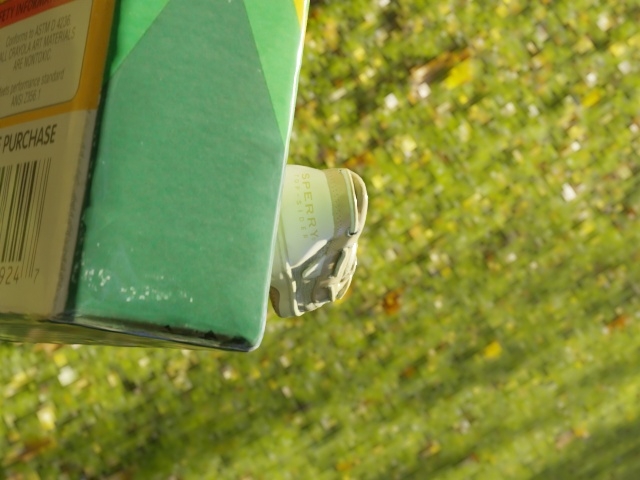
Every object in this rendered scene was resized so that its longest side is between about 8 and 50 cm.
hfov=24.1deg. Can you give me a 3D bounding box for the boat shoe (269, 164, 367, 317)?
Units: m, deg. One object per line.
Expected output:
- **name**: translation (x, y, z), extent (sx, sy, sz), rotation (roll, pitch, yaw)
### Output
- **boat shoe**: translation (0.000, -0.002, 0.612), extent (0.048, 0.056, 0.153), rotation (-8, 168, 4)

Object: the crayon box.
- **crayon box**: translation (-0.085, -0.122, 0.581), extent (0.083, 0.323, 0.203), rotation (12, 171, -33)
